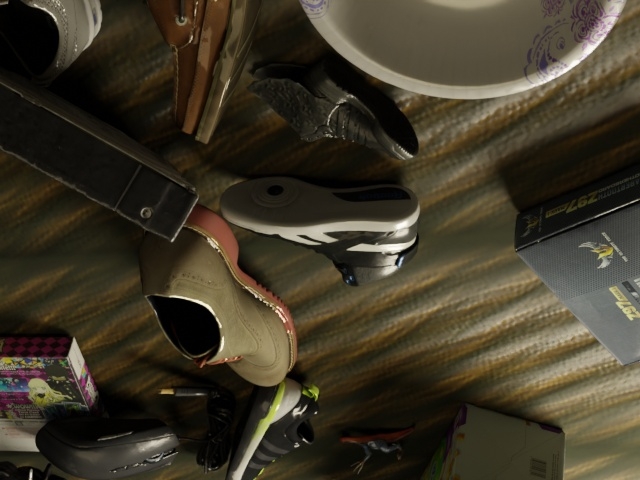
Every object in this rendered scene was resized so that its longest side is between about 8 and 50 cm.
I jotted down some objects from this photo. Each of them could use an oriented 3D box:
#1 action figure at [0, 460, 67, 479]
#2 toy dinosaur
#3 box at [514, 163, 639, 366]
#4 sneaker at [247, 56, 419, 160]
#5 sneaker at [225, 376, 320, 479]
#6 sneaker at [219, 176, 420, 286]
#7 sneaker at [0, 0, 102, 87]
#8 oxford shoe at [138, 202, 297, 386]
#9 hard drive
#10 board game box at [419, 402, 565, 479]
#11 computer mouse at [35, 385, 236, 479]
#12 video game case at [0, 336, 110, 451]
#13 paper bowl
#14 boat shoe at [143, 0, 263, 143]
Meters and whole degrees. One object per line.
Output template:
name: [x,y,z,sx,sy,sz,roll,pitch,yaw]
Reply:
action figure: [-0.392,0.373,1.929,0.164,0.141,0.276,16,165,-10]
toy dinosaur: [0.069,0.260,1.860,0.082,0.047,0.090,24,103,-1]
box: [0.346,0.028,1.524,0.183,0.059,0.233,-23,128,33]
sneaker: [0.014,-0.127,1.442,0.170,0.051,0.089,41,130,-21]
sneaker: [-0.059,0.260,1.839,0.097,0.084,0.234,16,137,-7]
sneaker: [0.000,0.000,1.555,0.217,0.079,0.121,3,136,8]
sneaker: [-0.283,-0.267,1.307,0.105,0.115,0.281,-9,133,21]
oxford shoe: [-0.126,0.096,1.624,0.123,0.130,0.348,-2,147,24]
hard drive: [-0.292,-0.122,1.397,0.339,0.237,0.064,29,92,-18]
board game box: [0.199,0.360,1.844,0.142,0.144,0.275,16,136,-4]
computer mouse: [-0.235,0.256,1.850,0.262,0.060,0.184,5,136,-14]
video game case: [-0.409,0.207,1.887,0.232,0.042,0.210,-1,137,13]
paper bowl: [0.120,-0.269,1.195,0.284,0.148,0.284,6,137,5]
boat shoe: [-0.109,-0.232,1.325,0.104,0.111,0.307,17,127,-1]
